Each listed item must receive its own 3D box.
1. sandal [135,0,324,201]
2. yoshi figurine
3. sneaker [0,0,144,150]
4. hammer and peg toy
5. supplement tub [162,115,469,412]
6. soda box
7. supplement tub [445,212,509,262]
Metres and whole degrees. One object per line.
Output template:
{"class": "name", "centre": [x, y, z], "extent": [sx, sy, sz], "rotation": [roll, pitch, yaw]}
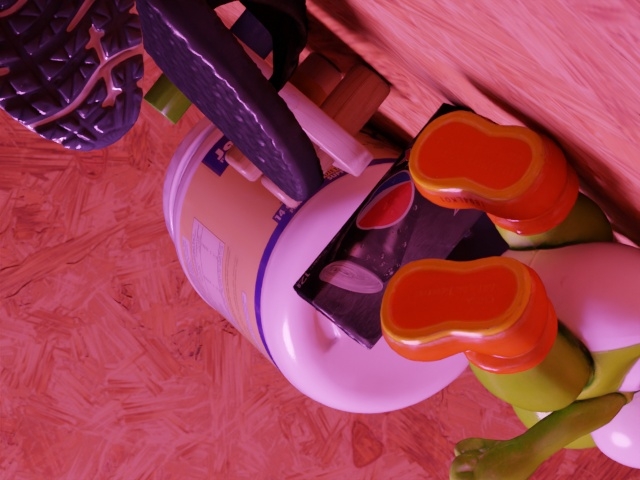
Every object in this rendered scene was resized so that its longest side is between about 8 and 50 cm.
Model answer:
{"class": "sandal", "centre": [-0.090, -0.196, 1.272], "extent": [0.167, 0.107, 0.446], "rotation": [40, 167, 52]}
{"class": "yoshi figurine", "centre": [0.152, 0.064, 1.304], "extent": [0.362, 0.203, 0.203], "rotation": [38, -163, -47]}
{"class": "sneaker", "centre": [-0.192, -0.185, 1.220], "extent": [0.283, 0.110, 0.122], "rotation": [59, -177, -1]}
{"class": "hammer and peg toy", "centre": [-0.121, -0.181, 1.572], "extent": [0.361, 0.127, 0.266], "rotation": [40, 179, -15]}
{"class": "supplement tub", "centre": [0.000, 0.000, 1.898], "extent": [0.241, 0.241, 0.331], "rotation": [40, 178, -33]}
{"class": "soda box", "centre": [0.059, -0.011, 1.340], "extent": [0.060, 0.169, 0.053], "rotation": [40, 177, -19]}
{"class": "supplement tub", "centre": [0.114, 0.000, 1.577], "extent": [0.106, 0.106, 0.198], "rotation": [40, 178, 4]}
